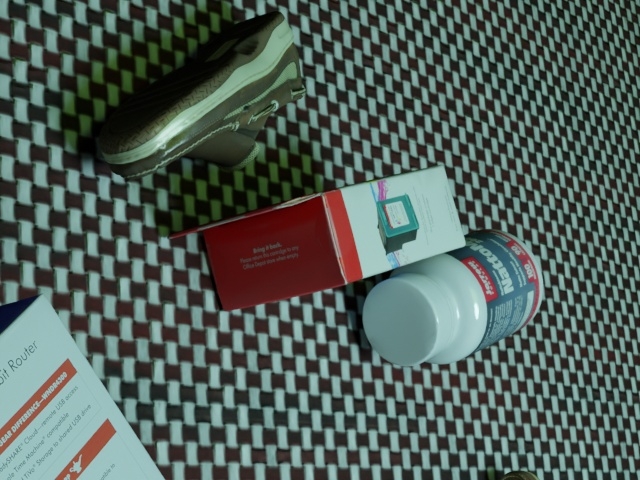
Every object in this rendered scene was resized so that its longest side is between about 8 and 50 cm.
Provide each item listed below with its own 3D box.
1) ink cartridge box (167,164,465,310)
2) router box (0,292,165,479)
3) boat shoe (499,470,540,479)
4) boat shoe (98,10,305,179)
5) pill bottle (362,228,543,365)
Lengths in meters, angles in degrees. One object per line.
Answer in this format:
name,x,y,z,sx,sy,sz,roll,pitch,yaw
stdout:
ink cartridge box,0.000,0.000,1.218,0.231,0.134,0.078,-15,90,-52
router box,-0.211,0.249,0.908,0.301,0.082,0.335,60,40,-18
boat shoe,0.189,0.307,1.407,0.060,0.064,0.178,21,64,-49
boat shoe,-0.079,-0.100,1.189,0.257,0.095,0.095,-46,120,-49
pill bottle,0.122,0.056,1.373,0.180,0.108,0.108,-19,93,-53
